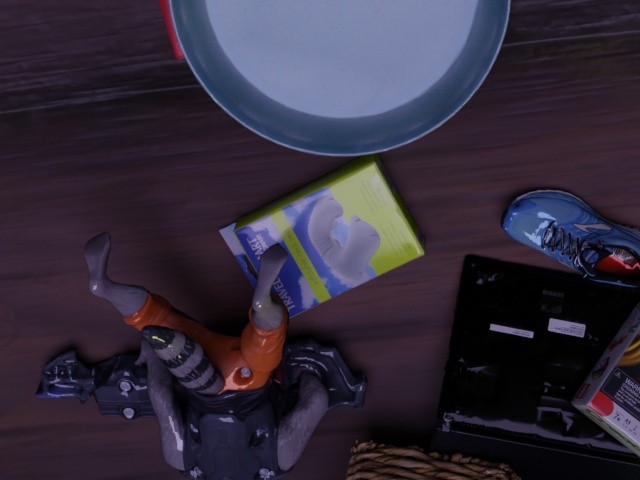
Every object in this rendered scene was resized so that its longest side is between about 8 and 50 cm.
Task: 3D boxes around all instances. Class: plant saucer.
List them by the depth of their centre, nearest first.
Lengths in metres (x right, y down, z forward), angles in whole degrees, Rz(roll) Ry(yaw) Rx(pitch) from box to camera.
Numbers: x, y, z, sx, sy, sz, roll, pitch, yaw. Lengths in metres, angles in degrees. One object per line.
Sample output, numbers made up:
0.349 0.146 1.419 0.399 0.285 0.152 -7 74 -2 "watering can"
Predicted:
0.018 -0.235 1.703 0.317 0.044 0.318 2 111 4 "plant saucer"

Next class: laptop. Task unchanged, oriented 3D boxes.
0.233 0.168 1.845 0.234 0.136 0.264 10 85 1 "laptop"

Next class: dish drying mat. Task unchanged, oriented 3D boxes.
-0.134 -0.215 1.744 0.032 0.008 0.083 -12 109 11 "dish drying mat"

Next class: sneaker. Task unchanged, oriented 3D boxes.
0.251 0.001 1.749 0.162 0.073 0.063 18 111 -1 "sneaker"

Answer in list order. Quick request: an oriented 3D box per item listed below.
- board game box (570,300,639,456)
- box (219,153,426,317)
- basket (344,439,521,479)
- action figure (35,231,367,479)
0.416 0.169 1.763 0.305 0.053 0.193 37 80 -8 "board game box"
0.000 0.000 1.791 0.178 0.042 0.109 -26 105 13 "box"
0.101 0.383 1.795 0.213 0.223 0.299 10 123 4 "basket"
-0.140 0.146 1.774 0.341 0.178 0.330 -6 131 12 "action figure"
